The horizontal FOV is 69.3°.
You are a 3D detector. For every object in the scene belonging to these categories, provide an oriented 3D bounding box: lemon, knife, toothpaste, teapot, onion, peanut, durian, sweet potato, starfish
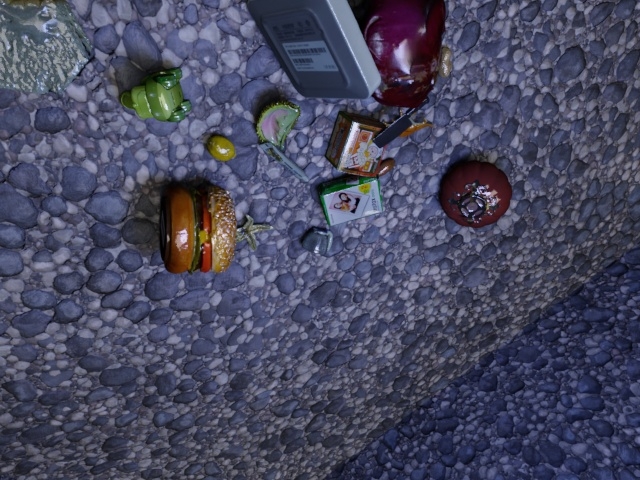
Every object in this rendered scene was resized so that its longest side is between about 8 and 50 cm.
[{"bbox_3d":[-0.346,-0.322,1.628,0.111,0.082,0.082,26,108,-34],"label":"lemon"},{"bbox_3d":[0.297,-0.423,1.670,0.245,0.019,0.072,-38,141,18],"label":"knife"},{"bbox_3d":[-0.128,-0.294,1.754,0.255,0.067,0.037,37,65,-43],"label":"toothpaste"},{"bbox_3d":[0.002,0.003,1.976,0.149,0.111,0.108,15,101,-24],"label":"teapot"},{"bbox_3d":[0.196,-0.647,1.529,0.420,0.398,0.398,15,125,20],"label":"onion"},{"bbox_3d":[0.474,-0.678,1.764,0.054,0.054,0.113,-17,126,-12],"label":"peanut"},{"bbox_3d":[-0.151,-0.423,1.636,0.137,0.095,0.220,20,137,-10],"label":"durian"},{"bbox_3d":[0.223,-0.268,1.931,0.214,0.050,0.050,-39,128,10],"label":"sweet potato"},{"bbox_3d":[-0.294,-0.028,1.864,0.223,0.050,0.217,-11,132,-3],"label":"starfish"}]

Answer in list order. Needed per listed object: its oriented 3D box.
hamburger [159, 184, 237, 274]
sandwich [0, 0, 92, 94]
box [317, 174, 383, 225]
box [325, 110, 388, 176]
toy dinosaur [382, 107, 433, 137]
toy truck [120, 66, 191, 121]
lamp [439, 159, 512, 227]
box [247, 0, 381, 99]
[{"bbox_3d":[-0.427,-0.037,1.632,0.250,0.330,0.330,0,121,-26],"label":"hamburger"},{"bbox_3d":[-0.801,-0.538,1.259,0.325,0.131,0.262,-1,120,-24],"label":"sandwich"},{"bbox_3d":[0.125,-0.175,1.889,0.250,0.103,0.180,-15,127,2],"label":"box"},{"bbox_3d":[0.144,-0.366,1.766,0.177,0.148,0.195,5,120,-27],"label":"box"},{"bbox_3d":[0.355,-0.454,1.858,0.212,0.057,0.142,30,118,-34],"label":"toy dinosaur"},{"bbox_3d":[-0.508,-0.435,1.416,0.210,0.187,0.148,-15,121,-14],"label":"toy truck"},{"bbox_3d":[0.678,-0.200,2.030,0.303,0.257,0.303,11,124,16],"label":"lamp"},{"bbox_3d":[-0.025,-0.597,1.408,0.090,0.367,0.373,-52,130,-18],"label":"box"}]
